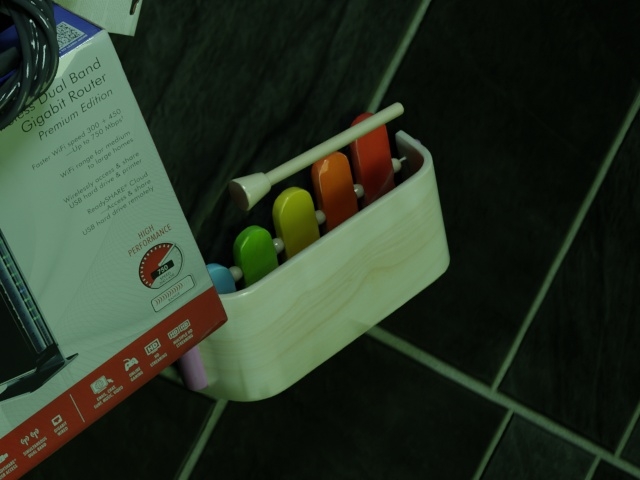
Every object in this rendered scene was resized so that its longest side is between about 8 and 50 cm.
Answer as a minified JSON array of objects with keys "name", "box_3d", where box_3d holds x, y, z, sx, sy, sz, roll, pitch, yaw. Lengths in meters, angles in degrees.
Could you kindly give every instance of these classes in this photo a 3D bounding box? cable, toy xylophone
[{"name":"cable","box_3d":[-0.277,-0.147,1.331,0.184,0.047,0.150,1,79,-18]},{"name":"toy xylophone","box_3d":[0.000,0.000,1.711,0.323,0.081,0.236,-27,125,-34]}]

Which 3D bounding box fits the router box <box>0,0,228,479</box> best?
[{"name":"router box","box_3d":[-0.263,0.035,1.445,0.335,0.082,0.301,-37,131,-20]}]

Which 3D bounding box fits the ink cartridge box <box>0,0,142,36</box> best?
[{"name":"ink cartridge box","box_3d":[-0.188,-0.196,1.475,0.115,0.029,0.063,3,106,-46]}]
